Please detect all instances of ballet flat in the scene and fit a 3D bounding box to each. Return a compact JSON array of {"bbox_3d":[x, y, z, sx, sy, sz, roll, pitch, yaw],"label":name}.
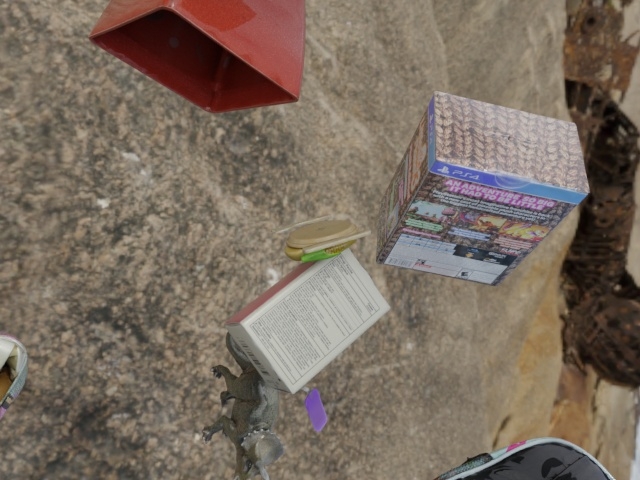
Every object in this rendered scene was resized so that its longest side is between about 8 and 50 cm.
[{"bbox_3d":[-0.391,0.166,0.688,0.077,0.079,0.221,22,26,-18],"label":"ballet flat"}]

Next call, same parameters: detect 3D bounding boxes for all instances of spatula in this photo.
[{"bbox_3d":[-0.067,0.334,1.448,0.296,0.030,0.084,56,23,1],"label":"spatula"}]

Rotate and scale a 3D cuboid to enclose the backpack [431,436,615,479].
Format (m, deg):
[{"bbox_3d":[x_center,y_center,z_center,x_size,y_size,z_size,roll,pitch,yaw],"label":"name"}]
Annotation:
[{"bbox_3d":[0.180,0.308,0.524,0.254,0.225,0.191,-16,150,-29],"label":"backpack"}]

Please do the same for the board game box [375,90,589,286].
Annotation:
[{"bbox_3d":[0.244,-0.069,0.967,0.291,0.232,0.141,112,-13,-55],"label":"board game box"}]

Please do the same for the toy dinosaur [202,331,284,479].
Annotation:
[{"bbox_3d":[-0.134,0.314,1.131,0.121,0.160,0.313,44,44,-56],"label":"toy dinosaur"}]

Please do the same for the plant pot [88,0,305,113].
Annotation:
[{"bbox_3d":[-0.177,-0.390,0.989,0.267,0.267,0.235,26,77,-43],"label":"plant pot"}]

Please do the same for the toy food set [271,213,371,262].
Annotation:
[{"bbox_3d":[0.000,0.000,0.983,0.133,0.192,0.038,-16,106,-16],"label":"toy food set"}]

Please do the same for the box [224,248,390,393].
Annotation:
[{"bbox_3d":[-0.024,0.131,1.021,0.232,0.127,0.148,-37,96,-23],"label":"box"}]
